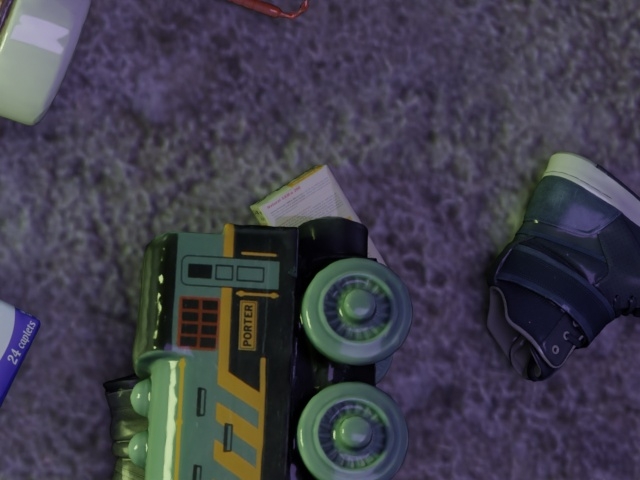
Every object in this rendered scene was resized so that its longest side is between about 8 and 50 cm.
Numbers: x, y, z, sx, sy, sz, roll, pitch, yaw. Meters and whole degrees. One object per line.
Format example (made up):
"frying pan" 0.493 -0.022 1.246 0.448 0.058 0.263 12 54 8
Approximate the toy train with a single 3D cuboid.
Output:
"toy train" -0.039 0.141 1.364 0.190 0.142 0.334 4 74 -4

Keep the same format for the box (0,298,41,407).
"box" -0.286 0.082 1.383 0.137 0.072 0.126 26 84 -13

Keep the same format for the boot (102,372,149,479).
"boot" -0.043 0.176 1.447 0.246 0.083 0.161 8 83 -16

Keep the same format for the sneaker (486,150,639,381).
"sneaker" 0.233 0.060 1.501 0.226 0.086 0.163 33 72 -3

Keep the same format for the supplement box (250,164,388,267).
"supplement box" 0.000 0.000 1.473 0.062 0.036 0.098 -32 98 -11

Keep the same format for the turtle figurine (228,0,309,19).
"turtle figurine" -0.053 -0.313 1.428 0.269 0.087 0.217 45 81 -11

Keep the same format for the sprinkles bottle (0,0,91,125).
"sprinkles bottle" -0.336 -0.195 1.340 0.355 0.121 0.121 21 86 -14
